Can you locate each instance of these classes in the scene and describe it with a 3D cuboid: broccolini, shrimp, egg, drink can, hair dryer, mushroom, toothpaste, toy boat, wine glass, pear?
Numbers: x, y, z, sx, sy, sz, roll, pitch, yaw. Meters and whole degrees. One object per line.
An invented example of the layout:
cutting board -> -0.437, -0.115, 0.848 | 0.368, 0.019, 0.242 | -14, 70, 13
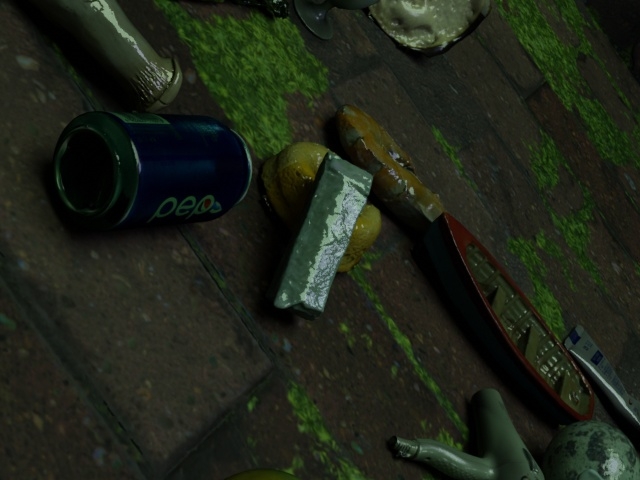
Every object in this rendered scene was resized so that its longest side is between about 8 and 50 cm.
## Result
broccolini -> -0.122, -0.348, 1.431 | 0.071, 0.058, 0.254 | 20, 15, 26
shrimp -> 0.130, -0.084, 1.532 | 0.317, 0.062, 0.164 | 45, 27, -18
egg -> 0.365, 0.326, 1.406 | 0.132, 0.132, 0.172 | 42, 51, -22
drink can -> -0.165, -0.071, 1.050 | 0.205, 0.118, 0.118 | -7, 67, -55
hair dryer -> 0.191, 0.254, 1.309 | 0.225, 0.088, 0.219 | 34, 28, -7
mushroom -> -0.241, -0.234, 1.132 | 0.223, 0.092, 0.081 | 46, 76, -10
toothpaste -> 0.507, 0.262, 1.749 | 0.266, 0.061, 0.096 | 52, 32, 6
toy boat -> 0.271, 0.121, 1.515 | 0.392, 0.079, 0.136 | 49, 34, -14
wine glass -> 0.058, -0.400, 1.582 | 0.093, 0.202, 0.093 | 35, 36, -30
pear -> 0.175, -0.483, 1.863 | 0.267, 0.267, 0.178 | 37, 12, -29

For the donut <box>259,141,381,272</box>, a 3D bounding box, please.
donut -> 0.000, -0.048, 1.301 | 0.146, 0.078, 0.181 | -12, 69, -58

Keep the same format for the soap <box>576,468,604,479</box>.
soap -> 0.367, 0.388, 1.230 | 0.265, 0.087, 0.160 | 43, 12, -49

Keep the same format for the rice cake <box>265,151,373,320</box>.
rice cake -> 0.000, -0.001, 1.192 | 0.069, 0.063, 0.206 | 25, 69, -13

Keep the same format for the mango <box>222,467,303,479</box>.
mango -> -0.051, 0.268, 0.919 | 0.194, 0.092, 0.130 | 8, 54, -57
